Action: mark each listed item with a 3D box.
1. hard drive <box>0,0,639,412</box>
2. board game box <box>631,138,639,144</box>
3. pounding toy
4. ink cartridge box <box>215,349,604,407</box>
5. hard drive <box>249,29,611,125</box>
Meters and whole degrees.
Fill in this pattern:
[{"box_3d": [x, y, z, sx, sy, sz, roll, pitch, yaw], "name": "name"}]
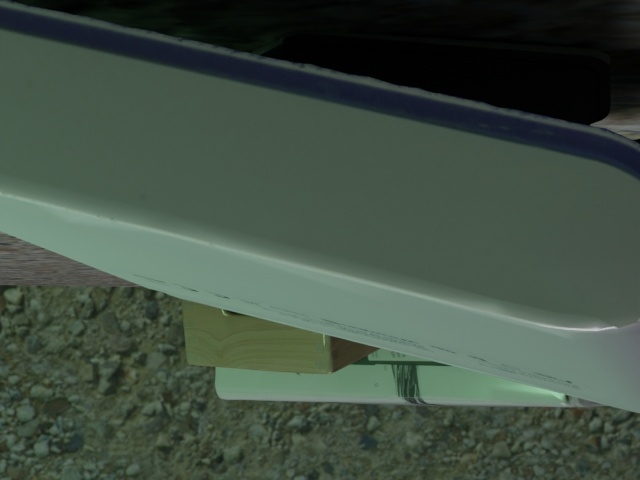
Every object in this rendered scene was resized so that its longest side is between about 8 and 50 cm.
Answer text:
[{"box_3d": [0.000, 0.000, 0.534, 0.210, 0.040, 0.318, 13, 175, 14], "name": "hard drive"}, {"box_3d": [0.169, -0.024, 0.570, 0.126, 0.026, 0.186, -2, -177, 45], "name": "board game box"}, {"box_3d": [-0.035, 0.025, 1.246, 0.141, 0.100, 0.130, 2, -168, 30], "name": "pounding toy"}, {"box_3d": [0.100, 0.059, 1.377, 0.289, 0.122, 0.211, -1, 176, 33], "name": "ink cartridge box"}, {"box_3d": [0.014, -0.039, 0.566, 0.094, 0.022, 0.135, 2, 176, -18], "name": "hard drive"}]
